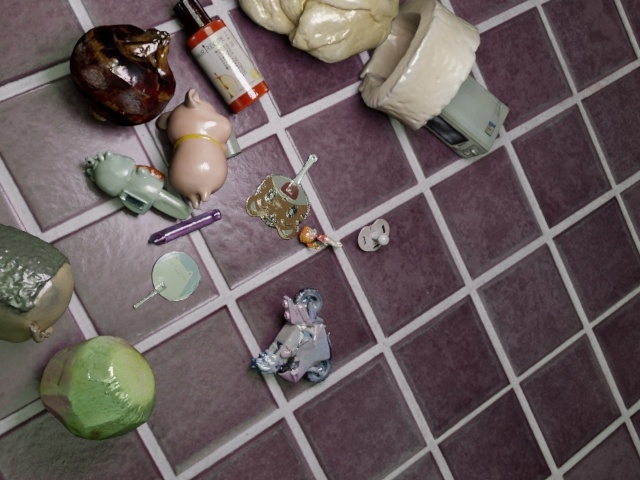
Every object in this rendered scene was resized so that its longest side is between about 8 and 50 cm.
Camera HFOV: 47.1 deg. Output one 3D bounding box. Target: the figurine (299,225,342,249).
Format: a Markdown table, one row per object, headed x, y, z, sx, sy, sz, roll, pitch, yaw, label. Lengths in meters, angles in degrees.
| x | y | z | sx | sy | sz | roll | pitch | yaw | label |
| --- | --- | --- | --- | --- | --- | --- | --- | --- | --- |
| 0.000 | 0.000 | 1.807 | 0.109 | 0.064 | 0.047 | 17 | 102 | -13 | figurine |

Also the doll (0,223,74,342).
| x | y | z | sx | sy | sz | roll | pitch | yaw | label |
| --- | --- | --- | --- | --- | --- | --- | --- | --- | --- |
| -0.662 | 0.070 | 1.421 | 0.349 | 0.247 | 0.247 | 32 | 75 | -10 | doll |

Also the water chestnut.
| x | y | z | sx | sy | sz | roll | pitch | yaw | label |
| --- | --- | --- | --- | --- | --- | --- | --- | --- | --- |
| -0.411 | -0.366 | 1.555 | 0.223 | 0.238 | 0.224 | 35 | 32 | -25 | water chestnut |

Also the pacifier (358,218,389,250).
| x | y | z | sx | sy | sz | roll | pitch | yaw | label |
| --- | --- | --- | --- | --- | --- | --- | --- | --- | --- |
| 0.146 | -0.005 | 1.862 | 0.099 | 0.078 | 0.082 | -31 | 121 | -23 | pacifier |

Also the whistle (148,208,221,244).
| x | y | z | sx | sy | sz | roll | pitch | yaw | label |
| --- | --- | --- | --- | --- | --- | --- | --- | --- | --- |
| -0.308 | -0.030 | 1.683 | 0.176 | 0.033 | 0.033 | -24 | 97 | -23 | whistle |

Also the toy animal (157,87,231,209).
| x | y | z | sx | sy | sz | roll | pitch | yaw | label |
| --- | --- | --- | --- | --- | --- | --- | --- | --- | --- |
| -0.271 | -0.191 | 1.621 | 0.149 | 0.165 | 0.248 | 9 | 63 | -50 | toy animal |

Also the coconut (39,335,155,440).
| x | y | z | sx | sy | sz | roll | pitch | yaw | label |
| --- | --- | --- | --- | --- | --- | --- | --- | --- | --- |
| -0.460 | 0.304 | 1.507 | 0.235 | 0.236 | 0.205 | -1 | 64 | -24 | coconut |

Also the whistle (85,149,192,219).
| x | y | z | sx | sy | sz | roll | pitch | yaw | label |
| --- | --- | --- | --- | --- | --- | --- | --- | --- | --- |
| -0.397 | -0.119 | 1.610 | 0.253 | 0.101 | 0.106 | 30 | 73 | -17 | whistle |

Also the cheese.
| x | y | z | sx | sy | sz | roll | pitch | yaw | label |
| --- | --- | --- | --- | --- | --- | --- | --- | --- | --- |
| 0.226 | -0.438 | 1.803 | 0.153 | 0.332 | 0.292 | 27 | 103 | -20 | cheese |

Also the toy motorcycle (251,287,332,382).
| x | y | z | sx | sy | sz | roll | pitch | yaw | label |
| --- | --- | --- | --- | --- | --- | --- | --- | --- | --- |
| -0.072 | 0.245 | 1.732 | 0.203 | 0.108 | 0.239 | -16 | 94 | -24 | toy motorcycle |

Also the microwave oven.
| x | y | z | sx | sy | sz | roll | pitch | yaw | label |
| --- | --- | --- | --- | --- | --- | --- | --- | --- | --- |
| 0.367 | -0.338 | 1.949 | 0.205 | 0.129 | 0.163 | 36 | 72 | -19 | microwave oven |

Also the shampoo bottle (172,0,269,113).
| x | y | z | sx | sy | sz | roll | pitch | yaw | label |
| --- | --- | --- | --- | --- | --- | --- | --- | --- | --- |
| -0.237 | -0.434 | 1.697 | 0.104 | 0.104 | 0.278 | -40 | 102 | -21 | shampoo bottle |

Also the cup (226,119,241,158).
| x | y | z | sx | sy | sz | roll | pitch | yaw | label |
| --- | --- | --- | --- | --- | --- | --- | --- | --- | --- |
| -0.232 | -0.233 | 1.725 | 0.054 | 0.074 | 0.083 | -25 | 96 | -65 | cup |

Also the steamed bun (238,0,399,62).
| x | y | z | sx | sy | sz | roll | pitch | yaw | label |
| --- | --- | --- | --- | --- | --- | --- | --- | --- | --- |
| 0.008 | -0.598 | 1.721 | 0.372 | 0.230 | 0.325 | 37 | 74 | 1 | steamed bun |

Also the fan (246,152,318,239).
| x | y | z | sx | sy | sz | roll | pitch | yaw | label |
| --- | --- | --- | --- | --- | --- | --- | --- | --- | --- |
| -0.074 | -0.125 | 1.805 | 0.152 | 0.008 | 0.227 | 37 | 74 | -17 | fan |

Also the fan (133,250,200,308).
| x | y | z | sx | sy | sz | roll | pitch | yaw | label |
| --- | --- | --- | --- | --- | --- | --- | --- | --- | --- |
| -0.353 | 0.099 | 1.671 | 0.175 | 0.005 | 0.113 | -39 | 103 | -22 | fan |
